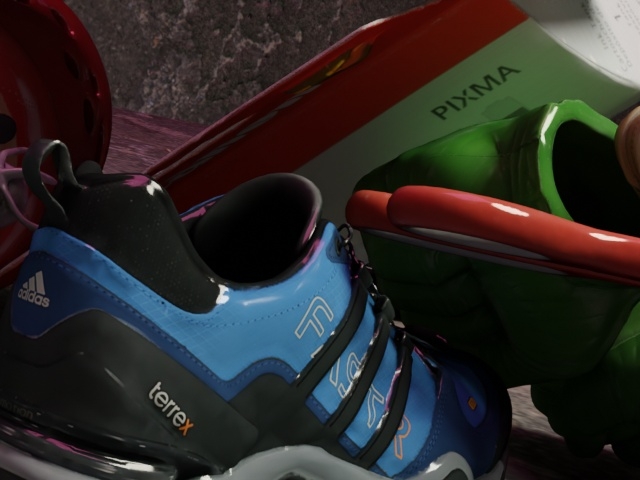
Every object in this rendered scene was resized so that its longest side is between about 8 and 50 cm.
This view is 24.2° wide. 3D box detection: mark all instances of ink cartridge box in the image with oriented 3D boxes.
[{"bbox_3d":[0.013,-0.030,0.801,0.308,0.091,0.385,-31,-1,31],"label":"ink cartridge box"}]

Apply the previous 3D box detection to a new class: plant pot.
[{"bbox_3d":[-0.218,-0.063,0.825,0.191,0.191,0.174,13,9,-4],"label":"plant pot"}]

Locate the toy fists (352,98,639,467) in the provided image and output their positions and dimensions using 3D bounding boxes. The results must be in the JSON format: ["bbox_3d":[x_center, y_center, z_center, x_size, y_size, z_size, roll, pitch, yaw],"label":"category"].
[{"bbox_3d":[0.136,0.040,0.745,0.279,0.096,0.142,32,-32,-30],"label":"toy fists"}]

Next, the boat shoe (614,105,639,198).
[{"bbox_3d":[0.253,0.020,0.687,0.285,0.104,0.089,39,-9,-26],"label":"boat shoe"}]

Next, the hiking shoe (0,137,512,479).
[{"bbox_3d":[-0.001,0.044,0.583,0.113,0.132,0.304,18,6,32],"label":"hiking shoe"}]

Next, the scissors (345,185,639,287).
[{"bbox_3d":[0.158,0.014,0.595,0.297,0.021,0.109,11,-6,-3],"label":"scissors"}]

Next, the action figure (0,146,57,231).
[{"bbox_3d":[-0.250,-0.019,0.612,0.285,0.099,0.185,-1,55,-18],"label":"action figure"}]

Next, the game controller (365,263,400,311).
[{"bbox_3d":[0.000,0.000,1.242,0.319,0.067,0.166,16,7,27],"label":"game controller"}]
